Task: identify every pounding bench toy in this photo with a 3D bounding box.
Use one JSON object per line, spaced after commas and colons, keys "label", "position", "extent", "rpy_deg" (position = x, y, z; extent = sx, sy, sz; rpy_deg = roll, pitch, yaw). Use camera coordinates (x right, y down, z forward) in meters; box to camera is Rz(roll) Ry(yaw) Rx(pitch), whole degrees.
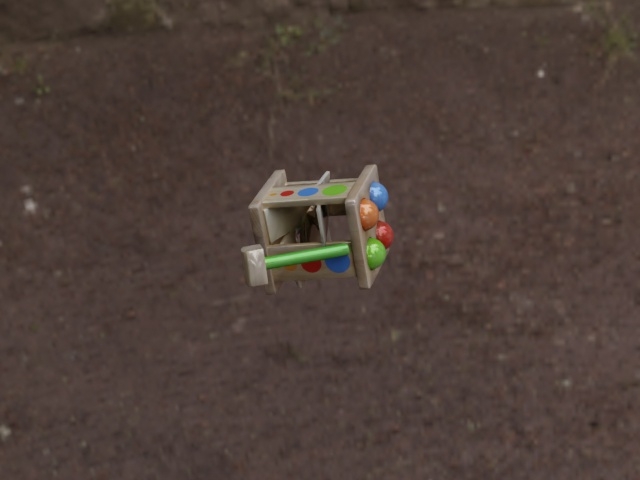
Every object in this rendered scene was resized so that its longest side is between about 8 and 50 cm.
{"label": "pounding bench toy", "position": [0.000, 0.000, 0.753], "extent": [0.065, 0.052, 0.083], "rpy_deg": [-3, 24, 17]}
